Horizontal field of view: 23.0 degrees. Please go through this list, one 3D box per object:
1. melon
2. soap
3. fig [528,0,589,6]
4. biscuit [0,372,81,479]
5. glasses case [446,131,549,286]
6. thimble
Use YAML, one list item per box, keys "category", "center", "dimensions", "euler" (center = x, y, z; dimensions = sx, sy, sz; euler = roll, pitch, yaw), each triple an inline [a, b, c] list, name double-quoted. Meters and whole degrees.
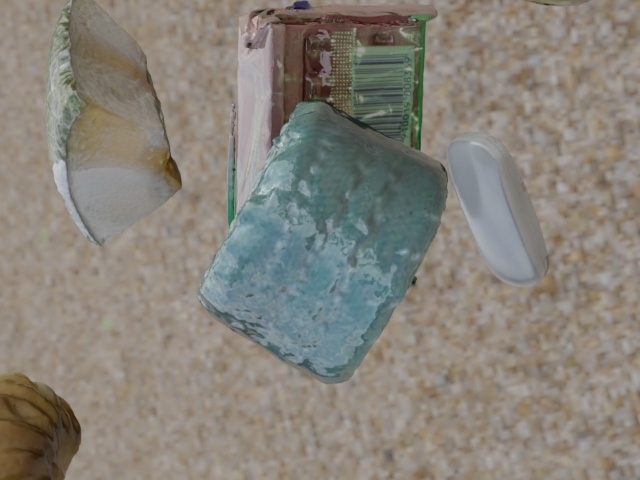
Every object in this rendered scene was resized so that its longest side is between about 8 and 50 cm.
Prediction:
- category: "melon"
  center: [-0.165, -0.101, 1.177]
  dimensions: [0.139, 0.093, 0.202]
  euler: [35, -134, -85]
- category: "soap"
  center: [0.012, -0.078, 1.424]
  dimensions: [0.098, 0.218, 0.273]
  euler: [-151, 60, -64]
- category: "fig"
  center: [0.057, -0.141, 0.324]
  dimensions: [0.154, 0.144, 0.165]
  euler: [51, -161, -54]
- category: "biscuit"
  center: [-0.202, 0.152, 1.070]
  dimensions: [0.183, 0.061, 0.118]
  euler: [-89, -18, -64]
- category: "glasses case"
  center: [0.163, -0.027, 1.441]
  dimensions: [0.063, 0.041, 0.164]
  euler: [6, 130, 45]
- category: "thimble"
  center: [0.000, 0.000, 1.243]
  dimensions: [0.198, 0.143, 0.235]
  euler: [-61, 2, -6]
